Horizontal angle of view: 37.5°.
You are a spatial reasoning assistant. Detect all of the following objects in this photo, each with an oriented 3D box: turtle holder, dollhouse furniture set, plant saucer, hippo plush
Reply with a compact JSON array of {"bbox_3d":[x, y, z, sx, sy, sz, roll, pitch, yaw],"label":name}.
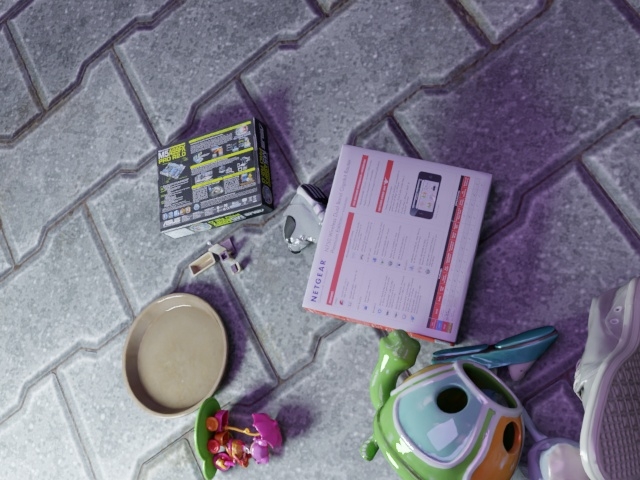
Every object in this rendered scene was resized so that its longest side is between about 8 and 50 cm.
[{"bbox_3d":[0.223,0.317,1.661,0.227,0.243,0.320,-58,24,19],"label":"turtle holder"},{"bbox_3d":[-0.246,0.050,2.072,0.114,0.081,0.091,-33,63,15],"label":"dollhouse furniture set"},{"bbox_3d":[-0.315,0.253,2.074,0.278,0.041,0.278,-8,72,24],"label":"plant saucer"},{"bbox_3d":[0.469,0.420,1.554,0.237,0.294,0.234,-1,94,0],"label":"hippo plush"}]

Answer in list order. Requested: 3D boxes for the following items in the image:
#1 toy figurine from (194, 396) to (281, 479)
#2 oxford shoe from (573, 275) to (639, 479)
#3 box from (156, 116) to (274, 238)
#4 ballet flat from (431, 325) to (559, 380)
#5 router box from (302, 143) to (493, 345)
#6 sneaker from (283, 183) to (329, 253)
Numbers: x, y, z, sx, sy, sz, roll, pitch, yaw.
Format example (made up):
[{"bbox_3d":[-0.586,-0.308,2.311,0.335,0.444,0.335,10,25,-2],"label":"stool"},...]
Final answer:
[{"bbox_3d":[-0.157,0.410,1.919,0.159,0.130,0.173,1,98,18],"label":"toy figurine"},{"bbox_3d":[0.475,0.227,1.525,0.130,0.169,0.449,-21,24,37],"label":"oxford shoe"},{"bbox_3d":[-0.243,-0.139,2.138,0.270,0.060,0.216,-15,69,22],"label":"box"},{"bbox_3d":[0.328,0.224,1.742,0.247,0.083,0.087,-16,93,22],"label":"ballet flat"},{"bbox_3d":[0.152,0.006,1.830,0.301,0.082,0.335,13,82,10],"label":"router box"},{"bbox_3d":[0.000,0.000,1.973,0.132,0.086,0.228,-50,61,23],"label":"sneaker"}]
